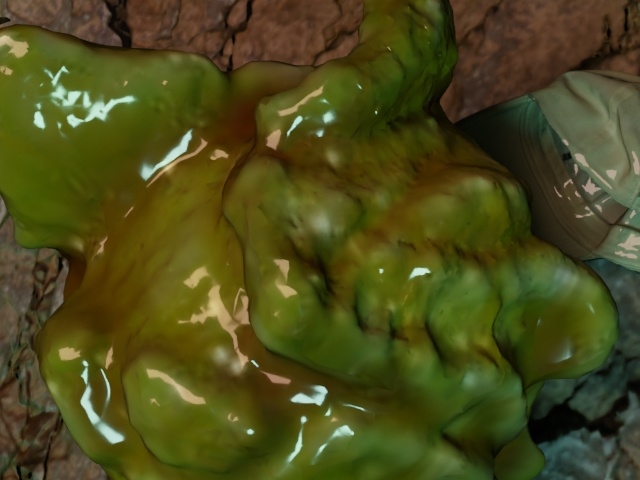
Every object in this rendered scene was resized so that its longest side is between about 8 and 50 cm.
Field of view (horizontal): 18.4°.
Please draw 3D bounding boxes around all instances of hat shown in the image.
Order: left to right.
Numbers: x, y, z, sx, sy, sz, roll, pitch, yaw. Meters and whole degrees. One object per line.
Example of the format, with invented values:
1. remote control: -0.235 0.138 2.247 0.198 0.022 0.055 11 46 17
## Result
1. hat: 0.148 -0.032 1.081 0.166 0.081 0.122 -18 100 48

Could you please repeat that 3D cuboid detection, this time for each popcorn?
1. popcorn: -0.002 -0.002 1.015 0.290 0.321 0.325 29 85 38
